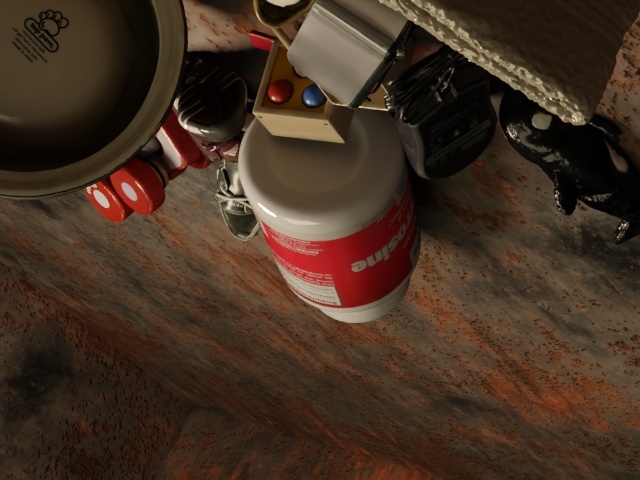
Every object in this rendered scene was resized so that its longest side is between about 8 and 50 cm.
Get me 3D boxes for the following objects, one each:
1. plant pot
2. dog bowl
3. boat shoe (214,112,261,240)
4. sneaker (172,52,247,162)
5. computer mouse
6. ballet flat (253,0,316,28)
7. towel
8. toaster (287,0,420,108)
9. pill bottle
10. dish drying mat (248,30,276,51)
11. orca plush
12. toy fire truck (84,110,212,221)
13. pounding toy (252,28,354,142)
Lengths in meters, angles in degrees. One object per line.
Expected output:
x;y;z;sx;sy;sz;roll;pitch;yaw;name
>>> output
0.052;-0.232;1.503;0.109;0.096;0.109;11;155;38;plant pot
-0.380;-0.255;1.619;0.408;0.408;0.150;30;177;-5;dog bowl
-0.113;-0.091;2.026;0.121;0.119;0.335;23;159;14;boat shoe
-0.140;-0.167;1.787;0.162;0.106;0.281;57;175;-31;sneaker
0.147;-0.167;1.446;0.072;0.188;0.272;55;171;23;computer mouse
-0.014;-0.328;1.259;0.116;0.124;0.342;20;153;-8;ballet flat
0.172;-0.249;1.174;0.282;0.187;0.049;33;156;-10;towel
0.059;-0.255;1.334;0.110;0.168;0.185;31;161;-4;toaster
0.029;-0.033;1.824;0.229;0.229;0.407;21;159;19;pill bottle
-0.060;-0.267;1.694;0.083;0.008;0.032;21;158;20;dish drying mat
0.315;-0.069;1.547;0.151;0.102;0.287;7;152;45;orca plush
-0.327;-0.184;2.055;0.254;0.169;0.302;55;152;-15;toy fire truck
-0.024;-0.217;1.613;0.130;0.141;0.100;8;164;23;pounding toy
